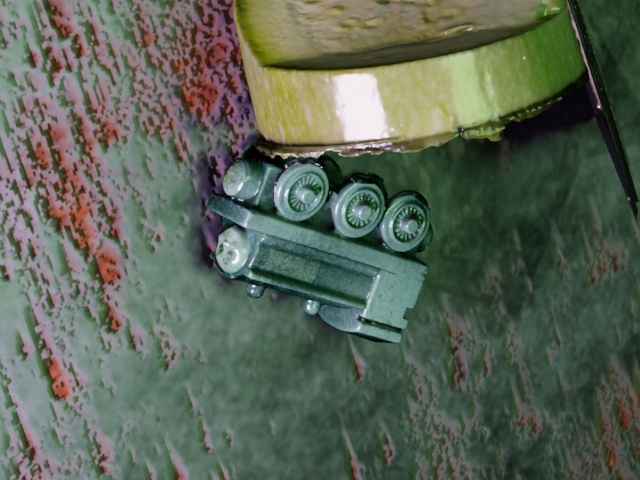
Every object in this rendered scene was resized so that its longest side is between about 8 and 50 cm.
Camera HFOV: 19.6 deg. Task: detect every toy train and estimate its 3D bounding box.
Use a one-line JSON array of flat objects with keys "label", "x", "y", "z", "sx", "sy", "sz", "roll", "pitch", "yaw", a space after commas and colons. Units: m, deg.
[{"label": "toy train", "x": 0.000, "y": 0.000, "z": 1.215, "sx": 0.170, "sy": 0.071, "sz": 0.111, "roll": 17, "pitch": 95, "yaw": -38}]

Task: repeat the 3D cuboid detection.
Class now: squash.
[{"label": "squash", "x": 0.054, "y": -0.129, "z": 1.137, "sx": 0.220, "sy": 0.220, "sz": 0.133, "roll": -25, "pitch": 117, "yaw": -32}]

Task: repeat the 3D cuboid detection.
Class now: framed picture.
[{"label": "framed picture", "x": 0.180, "y": -0.135, "z": 1.272, "sx": 0.010, "sy": 0.195, "sz": 0.199, "roll": -19, "pitch": 115, "yaw": 7}]
